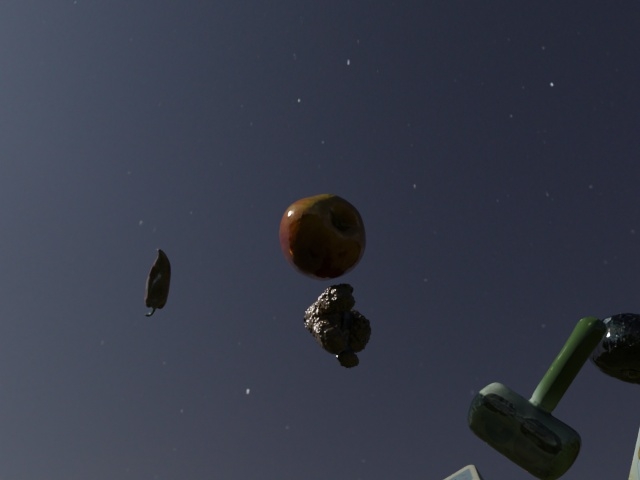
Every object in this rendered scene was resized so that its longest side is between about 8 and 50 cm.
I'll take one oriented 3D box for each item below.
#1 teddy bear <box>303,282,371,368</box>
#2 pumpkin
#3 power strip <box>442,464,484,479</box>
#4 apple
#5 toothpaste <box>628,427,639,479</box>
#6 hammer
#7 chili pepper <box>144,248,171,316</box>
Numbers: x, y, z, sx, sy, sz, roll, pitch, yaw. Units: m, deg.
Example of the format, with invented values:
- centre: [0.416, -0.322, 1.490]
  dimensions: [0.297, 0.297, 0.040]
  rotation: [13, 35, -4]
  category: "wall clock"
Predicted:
- centre: [0.033, 0.172, 1.243]
  dimensions: [0.129, 0.182, 0.251]
  rotation: [6, -18, 23]
  category: "teddy bear"
- centre: [0.843, 0.294, 1.575]
  dimensions: [0.233, 0.163, 0.233]
  rotation: [12, -29, 7]
  category: "pumpkin"
- centre: [0.202, 0.416, 0.853]
  dimensions: [0.118, 0.270, 0.046]
  rotation: [-30, -92, 5]
  category: "power strip"
- centre: [0.000, 0.000, 1.248]
  dimensions: [0.195, 0.160, 0.173]
  rotation: [42, -38, -10]
  category: "apple"
- centre: [0.349, 0.196, 0.555]
  dimensions: [0.071, 0.089, 0.312]
  rotation: [3, -68, 10]
  category: "toothpaste"
- centre: [0.453, 0.285, 1.147]
  dimensions: [0.206, 0.335, 0.119]
  rotation: [32, -16, 31]
  category: "hammer"
- centre: [-0.353, 0.094, 1.276]
  dimensions: [0.050, 0.041, 0.153]
  rotation: [9, -86, -18]
  category: "chili pepper"
